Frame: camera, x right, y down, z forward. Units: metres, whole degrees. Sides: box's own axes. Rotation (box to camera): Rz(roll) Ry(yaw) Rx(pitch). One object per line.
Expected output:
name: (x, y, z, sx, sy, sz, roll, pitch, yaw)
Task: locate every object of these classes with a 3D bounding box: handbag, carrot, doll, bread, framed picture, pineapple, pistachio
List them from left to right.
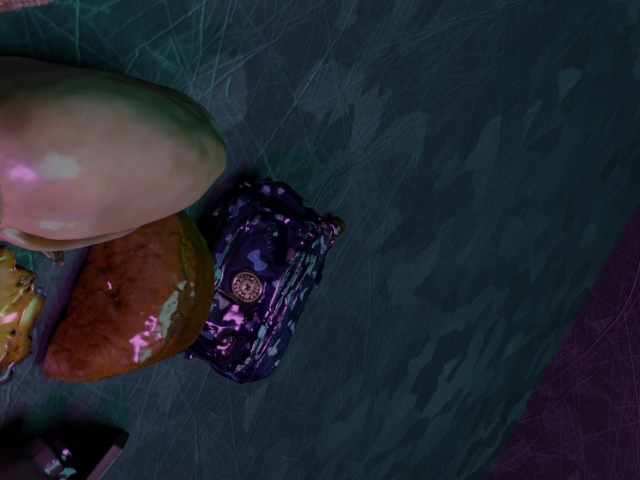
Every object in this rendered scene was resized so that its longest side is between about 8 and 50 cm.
pineapple: (-0.371, 0.078, 0.925, 0.225, 0.076, 0.225, -29, 136, -32)
doll: (-0.390, 0.324, 1.086, 0.257, 0.117, 0.182, -43, 155, -29)
framed picture: (-0.325, 0.348, 1.207, 0.250, 0.016, 0.184, -52, -177, -8)
pistachio: (-0.231, -0.087, 0.894, 0.299, 0.187, 0.187, -11, 126, -52)
bread: (-0.202, 0.072, 1.111, 0.129, 0.134, 0.260, 17, 103, -60)
handbag: (-0.095, 0.050, 1.230, 0.260, 0.162, 0.113, -61, 163, 6)
carrot: (0.000, 0.000, 1.441, 0.093, 0.032, 0.032, -45, 148, -10)

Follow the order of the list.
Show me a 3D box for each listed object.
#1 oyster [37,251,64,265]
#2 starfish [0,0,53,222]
oyster: (-0.284, -0.023, 1.022, 0.080, 0.038, 0.083, 72, 30, -65)
starfish: (-0.350, -0.142, 0.675, 0.347, 0.078, 0.358, 24, 125, -31)
